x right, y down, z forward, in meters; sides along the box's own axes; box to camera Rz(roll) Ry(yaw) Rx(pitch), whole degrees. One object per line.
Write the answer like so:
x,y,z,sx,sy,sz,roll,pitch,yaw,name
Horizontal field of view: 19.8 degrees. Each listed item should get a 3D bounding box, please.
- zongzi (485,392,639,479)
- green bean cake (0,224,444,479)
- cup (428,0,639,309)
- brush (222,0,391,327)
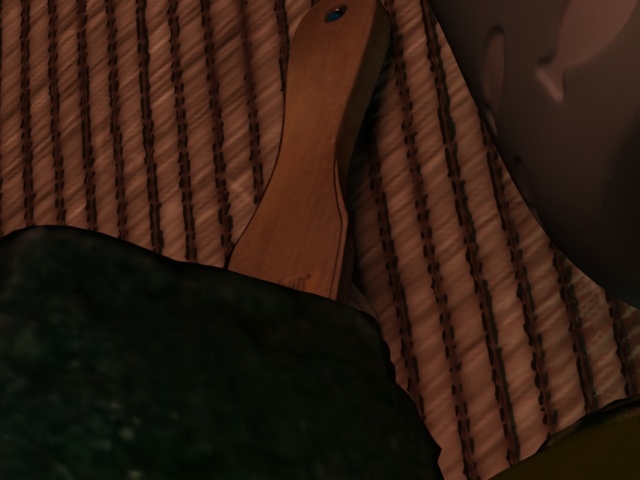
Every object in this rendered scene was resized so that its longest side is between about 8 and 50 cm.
0.220,0.060,0.421,0.319,0.362,0.383,41,49,4,zongzi
0.000,0.175,0.563,0.169,0.308,0.300,127,149,-45,green bean cake
0.177,-0.158,0.681,0.259,0.357,0.274,-3,50,-15,cup
0.000,0.000,0.862,0.070,0.065,0.327,-17,40,26,brush
